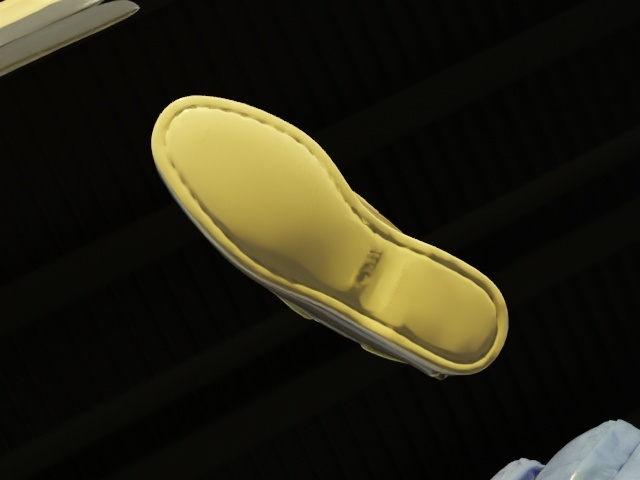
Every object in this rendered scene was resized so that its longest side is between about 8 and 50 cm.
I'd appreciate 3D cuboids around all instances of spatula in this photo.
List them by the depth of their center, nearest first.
[{"bbox_3d":[-0.208,-0.079,0.686,0.242,0.168,0.019,-25,-65,-3],"label":"spatula"}]

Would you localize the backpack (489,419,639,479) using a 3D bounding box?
[{"bbox_3d":[0.094,0.126,0.492,0.101,0.098,0.120,28,-59,16],"label":"backpack"}]

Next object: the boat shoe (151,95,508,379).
[{"bbox_3d":[-0.002,0.004,1.010,0.305,0.091,0.109,34,-105,-12],"label":"boat shoe"}]
